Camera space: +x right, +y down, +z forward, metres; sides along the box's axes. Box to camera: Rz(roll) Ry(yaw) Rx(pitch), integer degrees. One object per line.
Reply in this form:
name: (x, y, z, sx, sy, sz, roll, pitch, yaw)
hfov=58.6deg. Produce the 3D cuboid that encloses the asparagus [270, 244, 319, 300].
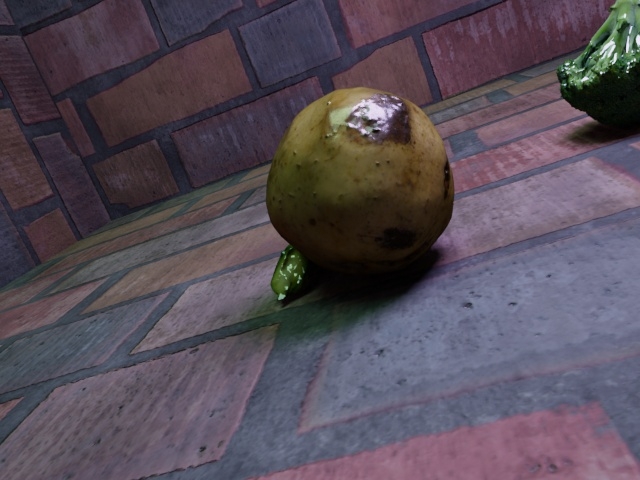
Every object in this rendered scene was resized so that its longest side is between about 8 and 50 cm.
asparagus: (0.002, 0.000, 1.005, 0.082, 0.085, 0.343, 13, 27, 23)

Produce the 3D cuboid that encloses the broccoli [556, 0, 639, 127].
broccoli: (0.590, -0.336, 1.075, 0.261, 0.242, 0.269, -10, 18, -11)

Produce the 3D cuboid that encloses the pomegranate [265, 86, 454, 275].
pomegranate: (0.056, -0.082, 0.827, 0.281, 0.281, 0.281, -20, 15, 6)
